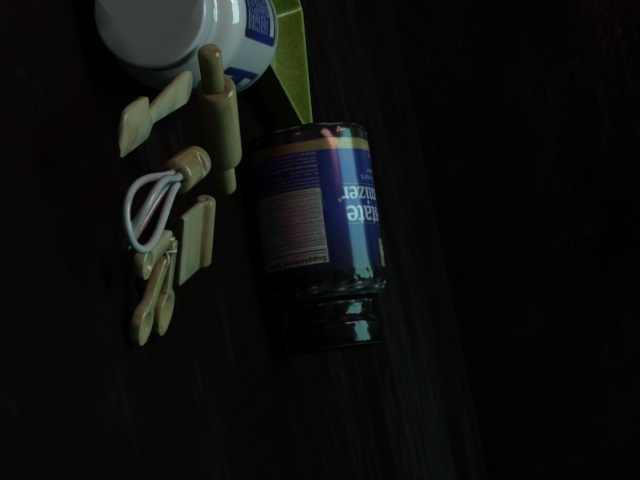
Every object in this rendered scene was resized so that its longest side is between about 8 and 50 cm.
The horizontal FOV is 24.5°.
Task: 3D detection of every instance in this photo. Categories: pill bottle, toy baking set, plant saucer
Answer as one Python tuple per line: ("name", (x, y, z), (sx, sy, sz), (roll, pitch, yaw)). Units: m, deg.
("pill bottle", (0.000, 0.000, 1.469), (0.123, 0.123, 0.219), (19, 62, -77))
("pill bottle", (-0.105, -0.169, 1.141), (0.186, 0.112, 0.112), (-14, 93, -79))
("toy baking set", (-0.097, -0.037, 1.051), (0.256, 0.030, 0.197), (90, 14, -50))
("plant saucer", (-0.058, -0.224, 1.597), (0.188, 0.045, 0.188), (59, 24, -61))
